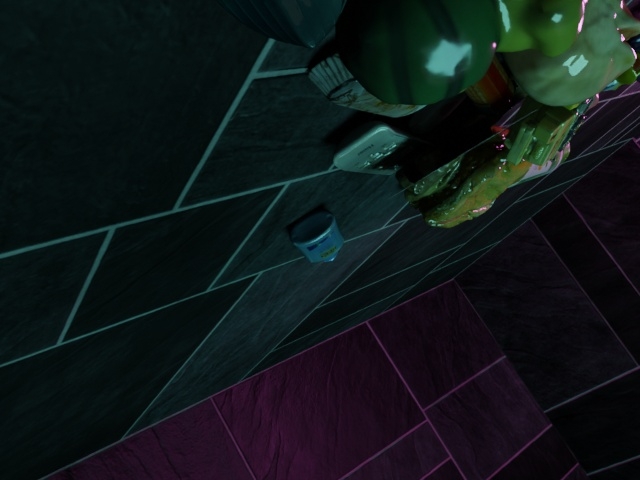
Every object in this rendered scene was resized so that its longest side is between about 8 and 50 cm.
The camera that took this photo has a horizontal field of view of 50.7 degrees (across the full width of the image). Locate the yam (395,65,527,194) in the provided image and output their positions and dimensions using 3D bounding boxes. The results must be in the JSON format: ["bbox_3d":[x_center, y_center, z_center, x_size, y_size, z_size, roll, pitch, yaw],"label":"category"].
[{"bbox_3d":[0.287,-0.219,1.345,0.081,0.081,0.357,-16,158,-47],"label":"yam"}]

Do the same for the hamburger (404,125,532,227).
[{"bbox_3d":[0.331,-0.143,1.546,0.259,0.144,0.283,-11,150,-48],"label":"hamburger"}]

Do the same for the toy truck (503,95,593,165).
[{"bbox_3d":[0.457,-0.263,1.334,0.157,0.124,0.272,-40,160,-34],"label":"toy truck"}]

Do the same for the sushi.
[{"bbox_3d":[0.249,-0.178,1.220,0.290,0.050,0.264,-31,180,26],"label":"sushi"}]

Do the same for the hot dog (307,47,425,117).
[{"bbox_3d":[0.084,-0.225,0.939,0.131,0.069,0.253,-28,167,34],"label":"hot dog"}]

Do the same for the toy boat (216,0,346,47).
[{"bbox_3d":[-0.050,-0.242,0.494,0.114,0.122,0.296,-14,159,16],"label":"toy boat"}]

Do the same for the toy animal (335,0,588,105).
[{"bbox_3d":[0.166,-0.280,0.706,0.338,0.216,0.191,-28,138,-3],"label":"toy animal"}]

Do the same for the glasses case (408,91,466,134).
[{"bbox_3d":[0.217,-0.247,1.179,0.063,0.041,0.164,-11,152,-48],"label":"glasses case"}]

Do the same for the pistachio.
[{"bbox_3d":[0.383,-0.308,1.071,0.318,0.214,0.193,-1,103,-76],"label":"pistachio"}]

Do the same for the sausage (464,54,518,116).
[{"bbox_3d":[0.228,-0.269,1.014,0.083,0.083,0.264,-37,153,17],"label":"sausage"}]

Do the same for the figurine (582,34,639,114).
[{"bbox_3d":[0.682,-0.406,1.436,0.421,0.154,0.193,-34,-158,-24],"label":"figurine"}]

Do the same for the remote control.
[{"bbox_3d":[0.114,-0.169,1.217,0.109,0.055,0.313,-34,170,21],"label":"remote control"}]

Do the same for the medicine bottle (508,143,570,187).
[{"bbox_3d":[0.524,-0.219,1.717,0.274,0.133,0.133,-19,160,-43],"label":"medicine bottle"}]

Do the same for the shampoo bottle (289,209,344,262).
[{"bbox_3d":[0.000,0.000,1.500,0.104,0.061,0.258,-31,166,1],"label":"shampoo bottle"}]
